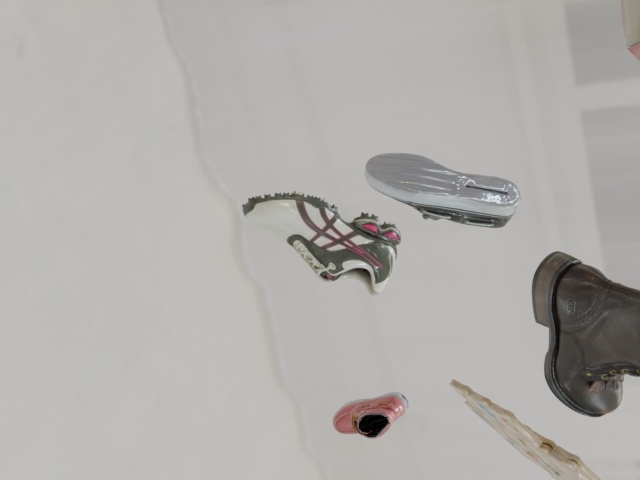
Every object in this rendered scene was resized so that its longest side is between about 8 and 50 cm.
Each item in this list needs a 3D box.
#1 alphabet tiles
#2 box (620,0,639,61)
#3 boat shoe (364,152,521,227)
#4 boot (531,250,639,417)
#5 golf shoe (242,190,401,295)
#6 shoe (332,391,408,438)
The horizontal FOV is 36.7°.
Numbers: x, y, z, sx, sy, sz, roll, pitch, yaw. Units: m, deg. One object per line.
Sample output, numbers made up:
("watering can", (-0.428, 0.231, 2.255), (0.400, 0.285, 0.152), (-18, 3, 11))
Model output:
("alphabet tiles", (0.293, 0.278, 1.243), (0.278, 0.284, 0.021), (42, 84, -17))
("box", (0.524, -0.275, 1.305), (0.232, 0.127, 0.148), (33, 48, -32))
("boat shoe", (0.252, -0.089, 2.051), (0.119, 0.335, 0.121), (98, 10, -50))
("boot", (0.342, 0.131, 1.008), (0.091, 0.229, 0.263), (-43, 128, -20))
("golf shoe", (0.000, 0.000, 1.575), (0.105, 0.273, 0.120), (135, -31, -66))
("shoe", (0.079, 0.339, 1.820), (0.081, 0.178, 0.063), (-31, 95, -55))
